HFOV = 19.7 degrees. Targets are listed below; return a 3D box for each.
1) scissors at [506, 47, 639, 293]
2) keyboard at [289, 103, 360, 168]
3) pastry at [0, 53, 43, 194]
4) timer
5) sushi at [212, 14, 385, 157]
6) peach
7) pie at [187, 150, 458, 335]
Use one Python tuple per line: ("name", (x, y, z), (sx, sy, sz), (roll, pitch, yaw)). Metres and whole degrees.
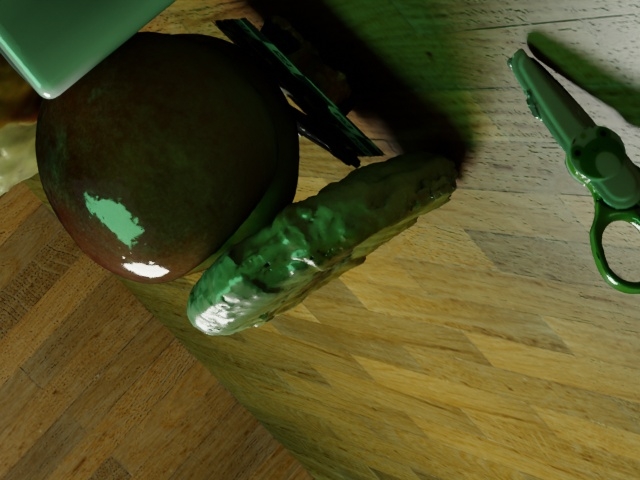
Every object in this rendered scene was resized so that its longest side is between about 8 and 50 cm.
("scissors", (0.208, -0.061, 1.375), (0.204, 0.101, 0.027), (55, 168, 9))
("keyboard", (-0.013, -0.111, 1.805), (0.061, 0.013, 0.204), (43, 178, -21))
("pastry", (-0.418, -0.225, 1.991), (0.388, 0.388, 0.312), (38, 149, 16))
("timer", (-0.239, -0.266, 1.630), (0.194, 0.195, 0.192), (51, 175, -22))
("sushi", (-0.008, -0.154, 1.702), (0.193, 0.040, 0.210), (44, 176, -10))
("peach", (-0.146, -0.085, 1.718), (0.252, 0.252, 0.252), (39, 166, 12))
("pie", (0.000, 0.000, 1.702), (0.071, 0.306, 0.306), (58, 166, 3))
